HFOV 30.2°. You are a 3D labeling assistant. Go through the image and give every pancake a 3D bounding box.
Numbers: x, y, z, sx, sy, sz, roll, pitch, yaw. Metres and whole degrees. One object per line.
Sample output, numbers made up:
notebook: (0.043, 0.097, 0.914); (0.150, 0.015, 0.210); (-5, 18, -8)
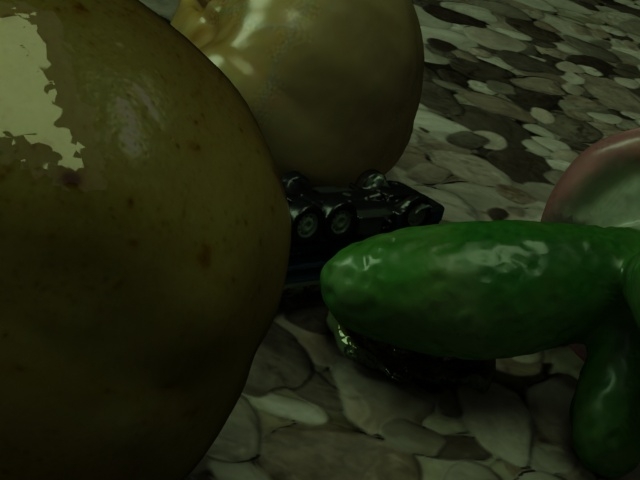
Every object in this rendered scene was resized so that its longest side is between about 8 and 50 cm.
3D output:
pancake: (0.064, 0.070, 0.869); (0.129, 0.023, 0.116); (11, 28, -19)

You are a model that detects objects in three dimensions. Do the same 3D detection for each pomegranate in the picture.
pomegranate: (-0.180, 0.004, 0.591); (0.319, 0.319, 0.319); (12, 28, -6)

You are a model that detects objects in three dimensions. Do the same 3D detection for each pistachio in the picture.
pistachio: (-0.019, -0.153, 1.033); (0.238, 0.229, 0.321); (59, 26, -6)

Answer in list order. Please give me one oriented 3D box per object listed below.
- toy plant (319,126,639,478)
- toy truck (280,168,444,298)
toy plant: (0.221, 0.025, 0.851); (0.317, 0.211, 0.356); (5, 20, 35)
toy truck: (0.000, 0.000, 0.893); (0.201, 0.088, 0.074); (-6, 25, -38)
